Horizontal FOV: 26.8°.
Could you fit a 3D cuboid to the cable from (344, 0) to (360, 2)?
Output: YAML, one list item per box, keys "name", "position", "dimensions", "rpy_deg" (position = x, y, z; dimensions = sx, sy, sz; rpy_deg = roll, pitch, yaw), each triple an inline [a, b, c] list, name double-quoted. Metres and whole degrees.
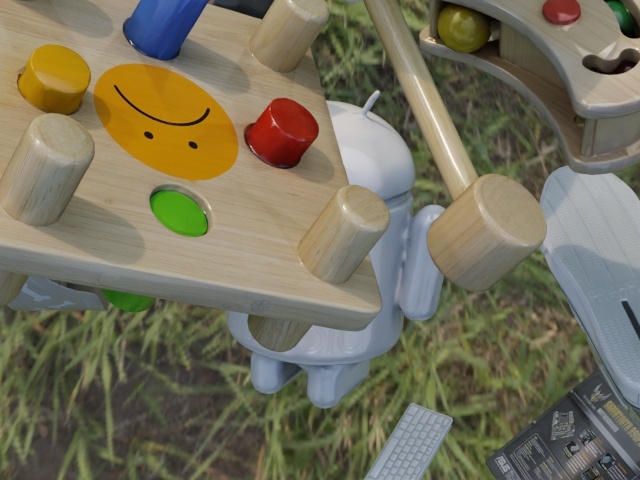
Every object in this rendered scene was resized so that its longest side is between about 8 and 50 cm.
- name: "cable"
  position: [0.047, -0.327, 1.132]
  dimensions: [0.089, 0.257, 0.257]
  rpy_deg: [30, 71, 17]

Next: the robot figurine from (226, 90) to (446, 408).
- name: "robot figurine"
  position: [0.000, 0.000, 1.474]
  dimensions: [0.299, 0.200, 0.354]
  rpy_deg: [9, 108, 19]

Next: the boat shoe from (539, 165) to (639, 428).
- name: "boat shoe"
  position: [0.278, 0.054, 1.299]
  dimensions: [0.109, 0.302, 0.094]
  rpy_deg: [-9, 138, 0]

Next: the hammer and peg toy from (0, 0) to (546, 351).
- name: "hammer and peg toy"
  position: [-0.053, -0.061, 0.841]
  dimensions: [0.361, 0.266, 0.127]
  rpy_deg: [11, 135, -30]

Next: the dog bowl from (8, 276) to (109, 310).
- name: "dog bowl"
  position: [-0.312, -0.084, 1.435]
  dimensions: [0.102, 0.349, 0.349]
  rpy_deg: [-13, 108, -5]

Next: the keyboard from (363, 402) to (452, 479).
- name: "keyboard"
  position: [0.078, 0.322, 1.697]
  dimensions: [0.256, 0.072, 0.014]
  rpy_deg: [-57, 141, -19]

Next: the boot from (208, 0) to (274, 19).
- name: "boot"
  position: [-0.143, -0.177, 1.318]
  dimensions: [0.112, 0.115, 0.305]
  rpy_deg: [27, 92, -51]

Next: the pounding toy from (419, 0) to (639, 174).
- name: "pounding toy"
  position: [0.201, -0.118, 1.041]
  dimensions: [0.269, 0.154, 0.155]
  rpy_deg: [25, 149, 21]

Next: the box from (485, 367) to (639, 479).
- name: "box"
  position: [0.298, 0.258, 1.501]
  dimensions: [0.183, 0.231, 0.056]
  rpy_deg: [-39, 110, 3]
